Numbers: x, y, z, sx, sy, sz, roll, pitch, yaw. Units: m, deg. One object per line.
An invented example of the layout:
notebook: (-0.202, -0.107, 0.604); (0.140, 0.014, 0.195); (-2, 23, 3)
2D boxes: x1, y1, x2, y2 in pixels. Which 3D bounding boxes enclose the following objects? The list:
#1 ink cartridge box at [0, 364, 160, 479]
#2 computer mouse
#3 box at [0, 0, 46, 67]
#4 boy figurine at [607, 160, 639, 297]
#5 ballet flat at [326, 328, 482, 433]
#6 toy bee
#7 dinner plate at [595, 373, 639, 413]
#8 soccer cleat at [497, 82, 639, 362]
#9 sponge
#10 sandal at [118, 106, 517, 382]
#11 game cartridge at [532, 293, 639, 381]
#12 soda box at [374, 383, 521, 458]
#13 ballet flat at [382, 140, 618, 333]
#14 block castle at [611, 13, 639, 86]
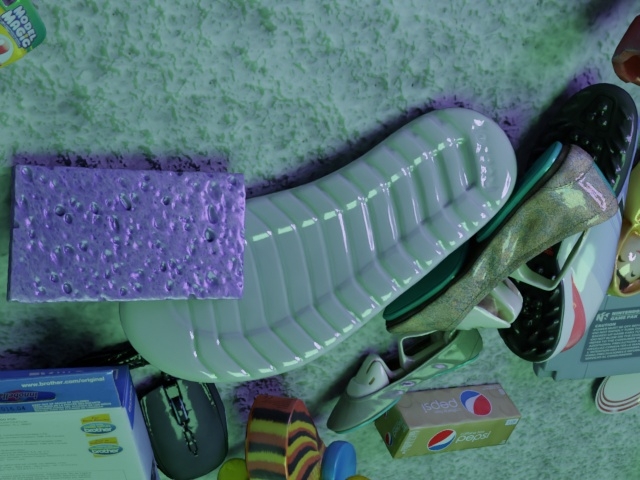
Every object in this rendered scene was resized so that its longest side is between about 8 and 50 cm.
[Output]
ink cartridge box: (-0.268, 0.214, 1.128); (0.186, 0.065, 0.311); (-3, 137, 1)
computer mouse: (-0.185, 0.205, 1.208); (0.184, 0.060, 0.262); (-17, 136, -16)
box: (-0.300, -0.153, 0.809); (0.179, 0.043, 0.105); (-25, 138, -3)
boy figurine: (0.418, -0.043, 1.289); (0.285, 0.092, 0.177); (-35, 120, -1)
ballet flat: (0.090, 0.150, 1.325); (0.213, 0.072, 0.068); (-29, 111, -4)
toy bee: (-0.009, 0.310, 1.309); (0.195, 0.162, 0.298); (-13, 141, 41)
dinner plate: (0.453, 0.197, 1.605); (0.141, 0.017, 0.141); (-16, 137, -16)
soccer cleat: (0.281, -0.021, 1.210); (0.116, 0.108, 0.318); (-13, 123, -45)
sponge: (-0.167, -0.004, 0.980); (0.210, 0.031, 0.117); (1, 89, -25)
sandal: (0.007, 0.014, 1.098); (0.416, 0.169, 0.102); (-26, 178, -6)
game cartridge: (0.428, 0.088, 1.417); (0.297, 0.062, 0.198); (-5, 129, -9)
soda box: (0.164, 0.231, 1.436); (0.181, 0.061, 0.058); (0, 130, -31)
ballet flat: (0.187, 0.030, 1.164); (0.106, 0.107, 0.316); (39, 131, -5)
block castle: (0.525, -0.123, 1.004); (0.303, 0.453, 0.213); (34, 74, -47)
